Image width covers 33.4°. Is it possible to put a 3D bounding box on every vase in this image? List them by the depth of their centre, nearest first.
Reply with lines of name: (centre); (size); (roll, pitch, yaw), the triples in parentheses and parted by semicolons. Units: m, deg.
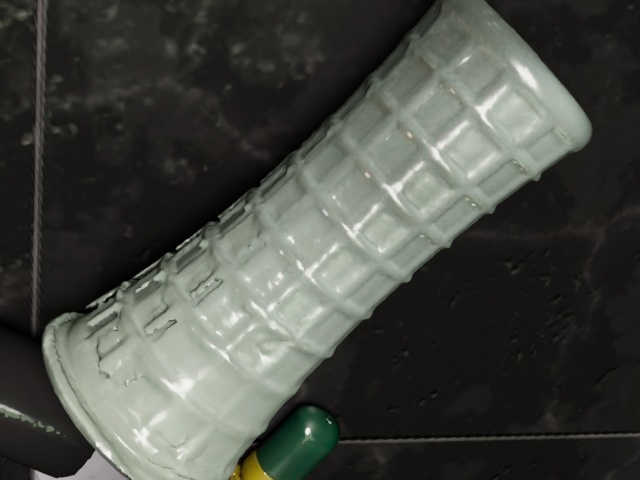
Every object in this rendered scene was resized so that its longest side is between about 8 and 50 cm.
vase: (0.000, 0.000, 0.587); (0.299, 0.143, 0.143); (-43, 121, 10)

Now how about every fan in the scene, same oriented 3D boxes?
fan: (-0.046, 0.172, 0.735); (0.082, 0.039, 0.155); (34, 108, -28)

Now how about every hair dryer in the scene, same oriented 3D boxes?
hair dryer: (-0.244, 0.144, 0.667); (0.114, 0.070, 0.248); (31, 118, -28)
